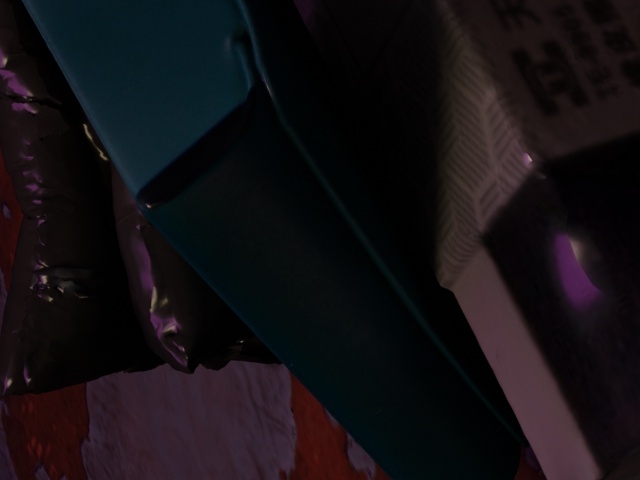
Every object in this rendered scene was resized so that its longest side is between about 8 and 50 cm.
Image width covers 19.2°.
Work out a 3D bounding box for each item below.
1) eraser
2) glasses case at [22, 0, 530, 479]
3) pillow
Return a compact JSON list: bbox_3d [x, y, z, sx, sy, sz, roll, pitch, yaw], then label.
[{"bbox_3d":[0.044,-0.115,0.653,0.403,0.098,0.096,64,154,18],"label":"eraser"},{"bbox_3d":[0.001,0.001,0.672,0.117,0.070,0.301,58,-178,32],"label":"glasses case"},{"bbox_3d":[-0.095,-0.090,0.834,0.228,0.101,0.326,8,-114,-76],"label":"pillow"}]
